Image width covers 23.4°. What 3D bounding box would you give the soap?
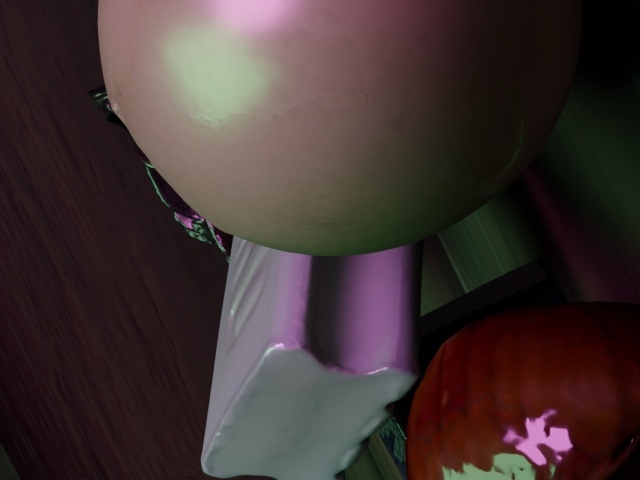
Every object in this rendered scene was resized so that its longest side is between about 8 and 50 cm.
[{"bbox_3d":[0.000,0.000,0.931,0.159,0.088,0.265,119,162,-51],"label":"soap"}]

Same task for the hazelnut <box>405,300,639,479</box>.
[{"bbox_3d":[0.133,0.119,0.821,0.160,0.170,0.201,30,162,42],"label":"hazelnut"}]

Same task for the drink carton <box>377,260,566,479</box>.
[{"bbox_3d":[0.131,0.145,0.970,0.222,0.134,0.102,60,169,22],"label":"drink carton"}]

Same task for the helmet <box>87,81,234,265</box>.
[{"bbox_3d":[-0.043,-0.061,1.261,0.305,0.177,0.225,47,170,41],"label":"helmet"}]

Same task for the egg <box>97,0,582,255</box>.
[{"bbox_3d":[0.007,-0.101,0.708,0.269,0.219,0.219,-74,-40,-82],"label":"egg"}]
